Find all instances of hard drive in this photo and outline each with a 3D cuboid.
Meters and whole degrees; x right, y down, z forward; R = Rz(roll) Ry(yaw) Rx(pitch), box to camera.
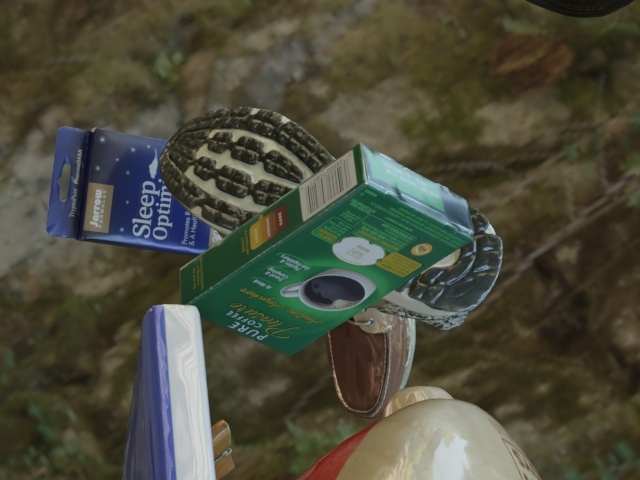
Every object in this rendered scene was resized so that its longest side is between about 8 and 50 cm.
[{"bbox_3d":[-0.097,0.230,0.952,0.210,0.040,0.318,104,-18,-44],"label":"hard drive"}]

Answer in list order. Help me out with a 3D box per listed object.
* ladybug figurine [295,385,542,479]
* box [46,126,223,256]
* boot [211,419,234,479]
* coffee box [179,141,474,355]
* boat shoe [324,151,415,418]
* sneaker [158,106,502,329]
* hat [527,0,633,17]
[{"bbox_3d":[0.038,0.284,0.649,0.305,0.162,0.449,44,39,-53],"label":"ladybug figurine"},{"bbox_3d":[-0.212,-0.057,1.773,0.036,0.225,0.136,174,-78,-67],"label":"box"},{"bbox_3d":[-0.227,0.341,1.951,0.096,0.280,0.264,48,-16,25],"label":"boot"},{"bbox_3d":[0.001,0.010,1.021,0.113,0.184,0.040,25,43,-38],"label":"coffee box"},{"bbox_3d":[0.039,0.056,1.766,0.116,0.123,0.324,-5,92,-62],"label":"boat shoe"},{"bbox_3d":[0.000,0.000,1.617,0.410,0.158,0.182,27,-25,18],"label":"sneaker"},{"bbox_3d":[0.244,-0.398,1.670,0.331,0.134,0.331,18,-58,32],"label":"hat"}]
